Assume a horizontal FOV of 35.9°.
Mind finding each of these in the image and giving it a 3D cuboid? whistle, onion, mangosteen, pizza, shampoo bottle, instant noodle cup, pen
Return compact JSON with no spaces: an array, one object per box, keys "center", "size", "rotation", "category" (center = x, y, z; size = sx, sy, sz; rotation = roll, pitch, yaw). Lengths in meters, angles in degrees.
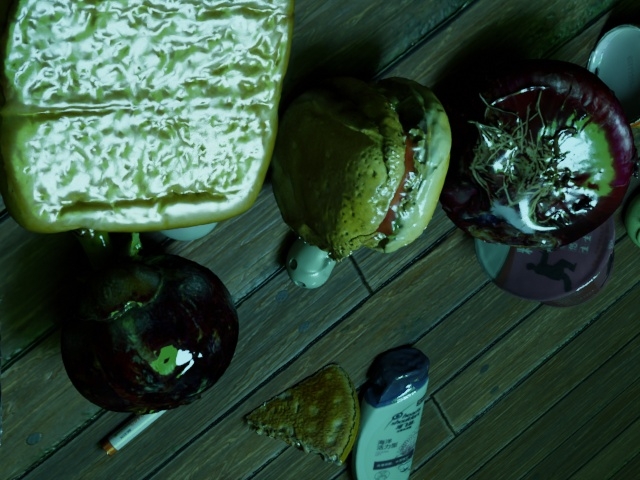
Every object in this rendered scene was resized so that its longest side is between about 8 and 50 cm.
[{"center":[0.715,-0.039,1.976],"size":[0.294,0.141,0.141],"rotation":[-1,125,-40],"category":"whistle"},{"center":[0.317,-0.130,1.489],"size":[0.314,0.232,0.313],"rotation":[4,116,9],"category":"onion"},{"center":[-0.231,0.083,1.267],"size":[0.231,0.231,0.289],"rotation":[-23,101,-23],"category":"mangosteen"},{"center":[-0.026,0.298,1.678],"size":[0.193,0.201,0.053],"rotation":[-1,135,12],"category":"pizza"},{"center":[0.125,0.359,1.878],"size":[0.134,0.078,0.359],"rotation":[-16,133,-24],"category":"shampoo bottle"},{"center":[0.401,0.012,1.704],"size":[0.235,0.235,0.178],"rotation":[-47,149,5],"category":"instant noodle cup"},{"center":[0.550,-0.267,1.601],"size":[0.174,0.213,0.213],"rotation":[-4,126,-28],"category":"instant noodle cup"},{"center":[-0.238,0.246,1.518],"size":[0.239,0.028,0.028],"rotation":[-39,140,-4],"category":"pen"}]

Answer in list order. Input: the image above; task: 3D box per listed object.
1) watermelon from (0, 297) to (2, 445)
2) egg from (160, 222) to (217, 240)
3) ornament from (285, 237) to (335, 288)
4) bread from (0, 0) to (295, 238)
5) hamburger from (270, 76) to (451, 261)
[{"center":[-0.434,0.165,1.201],"size":[0.207,0.202,0.136],"rotation":[-43,179,3],"category":"watermelon"},{"center":[-0.178,-0.058,1.244],"size":[0.103,0.103,0.135],"rotation":[-37,138,-8],"category":"egg"},{"center":[0.000,0.000,1.463],"size":[0.075,0.081,0.156],"rotation":[9,114,-38],"category":"ornament"},{"center":[-0.202,-0.170,1.067],"size":[0.337,0.148,0.327],"rotation":[-8,121,-29],"category":"bread"},{"center":[0.057,-0.099,1.311],"size":[0.163,0.244,0.244],"rotation":[-5,127,-41],"category":"hamburger"}]
